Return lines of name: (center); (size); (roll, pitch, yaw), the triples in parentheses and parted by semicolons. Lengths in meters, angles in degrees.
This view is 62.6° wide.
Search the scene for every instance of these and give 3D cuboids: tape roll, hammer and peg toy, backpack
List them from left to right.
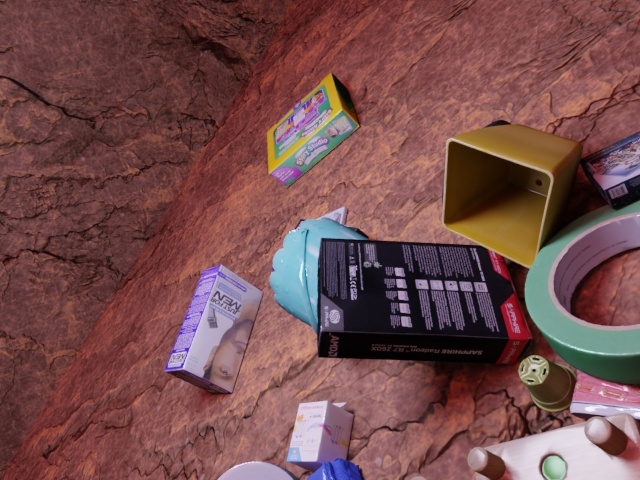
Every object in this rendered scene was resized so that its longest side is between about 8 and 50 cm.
tape roll: (-0.127, 0.564, 1.059); (0.219, 0.072, 0.219); (-3, 65, 7)
backpack: (0.030, 0.498, 1.011); (0.098, 0.101, 0.120); (-50, 35, 16)
hammer and peg toy: (0.297, 0.414, 0.731); (0.361, 0.127, 0.266); (-33, 37, 33)
tape roll: (0.490, 0.065, 0.820); (0.321, 0.077, 0.321); (-32, 29, 20)

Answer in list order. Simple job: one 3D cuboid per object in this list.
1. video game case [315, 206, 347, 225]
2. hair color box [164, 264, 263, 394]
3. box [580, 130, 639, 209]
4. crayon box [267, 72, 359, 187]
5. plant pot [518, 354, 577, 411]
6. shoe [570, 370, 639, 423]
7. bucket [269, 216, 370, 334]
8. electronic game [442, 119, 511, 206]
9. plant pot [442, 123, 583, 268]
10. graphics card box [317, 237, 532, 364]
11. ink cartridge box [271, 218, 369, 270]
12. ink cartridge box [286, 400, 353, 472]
video game case: (0.000, 0.000, 1.605); (0.173, 0.022, 0.190); (-22, 43, 39)
hair color box: (-0.310, 0.266, 1.583); (0.110, 0.185, 0.339); (-16, 47, 41)
box: (0.593, -0.152, 0.912); (0.233, 0.044, 0.159); (-27, 19, 22)
crayon box: (-0.041, -0.419, 1.990); (0.363, 0.106, 0.313); (-37, 36, 23)
plant pot: (0.368, 0.227, 0.866); (0.083, 0.079, 0.083); (-33, 36, 28)
shoe: (0.457, 0.226, 0.768); (0.178, 0.063, 0.081); (-13, 53, 52)
bucket: (0.039, 0.097, 1.242); (0.281, 0.281, 0.183); (-56, 37, -6)
electronic game: (0.345, -0.154, 1.144); (0.048, 0.229, 0.229); (40, 92, 31)
plant pot: (0.383, -0.112, 1.021); (0.187, 0.212, 0.212); (-34, 45, -29)
graphics card box: (0.178, 0.110, 1.000); (0.094, 0.371, 0.233); (97, 174, -46)
ink cartridge box: (-0.028, 0.031, 1.535); (0.371, 0.069, 0.176); (10, 66, 57)
ink cartridge box: (0.002, 0.414, 1.133); (0.092, 0.090, 0.143); (-21, 44, 40)
